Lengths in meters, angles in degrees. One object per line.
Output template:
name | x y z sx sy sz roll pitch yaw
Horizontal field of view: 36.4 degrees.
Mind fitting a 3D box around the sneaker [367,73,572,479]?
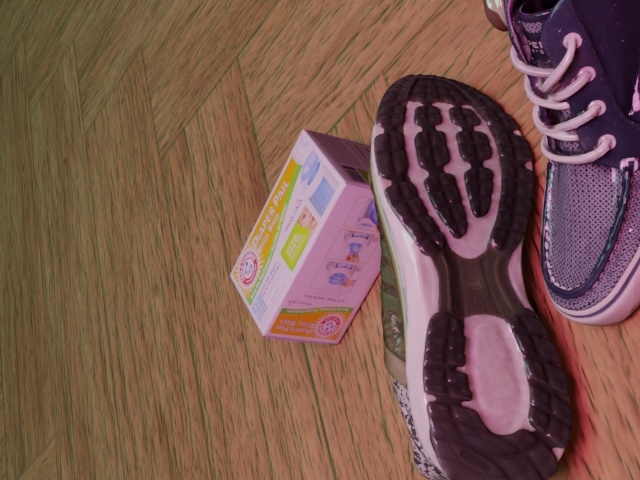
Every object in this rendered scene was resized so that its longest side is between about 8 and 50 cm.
sneaker | 0.099 0.038 0.893 0.182 0.158 0.410 126 146 -59

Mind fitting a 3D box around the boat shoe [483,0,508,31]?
boat shoe | 0.192 -0.292 0.905 0.072 0.068 0.189 -8 85 42

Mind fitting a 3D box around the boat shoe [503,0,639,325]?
boat shoe | 0.198 -0.108 0.754 0.127 0.158 0.340 10 89 56

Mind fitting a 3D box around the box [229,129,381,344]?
box | 0.000 0.000 1.058 0.203 0.103 0.114 -62 39 24
